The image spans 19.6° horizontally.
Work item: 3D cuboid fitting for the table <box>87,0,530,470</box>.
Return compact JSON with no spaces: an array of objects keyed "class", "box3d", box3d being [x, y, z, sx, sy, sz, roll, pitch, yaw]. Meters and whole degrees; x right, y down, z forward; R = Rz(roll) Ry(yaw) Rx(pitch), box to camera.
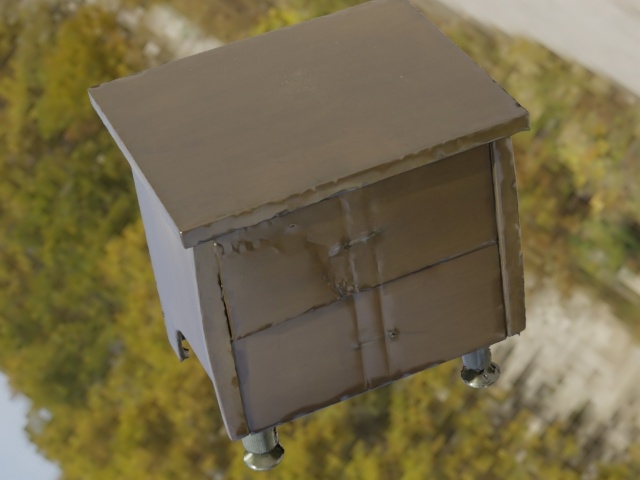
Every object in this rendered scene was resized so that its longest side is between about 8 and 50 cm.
[{"class":"table","box3d":[0.000,0.000,0.451,0.070,0.083,0.082,-128,23,-50]}]
